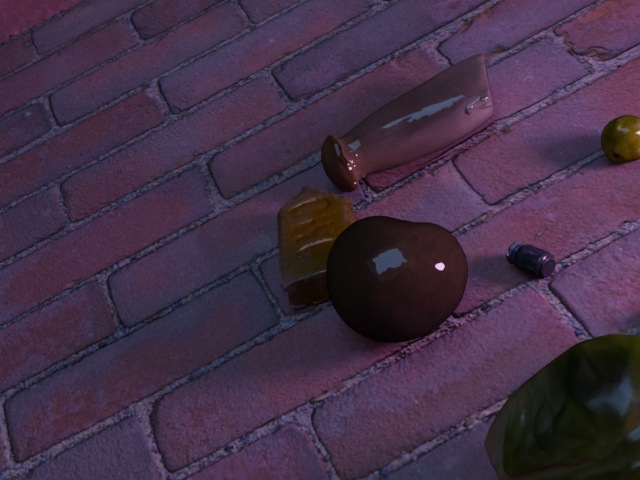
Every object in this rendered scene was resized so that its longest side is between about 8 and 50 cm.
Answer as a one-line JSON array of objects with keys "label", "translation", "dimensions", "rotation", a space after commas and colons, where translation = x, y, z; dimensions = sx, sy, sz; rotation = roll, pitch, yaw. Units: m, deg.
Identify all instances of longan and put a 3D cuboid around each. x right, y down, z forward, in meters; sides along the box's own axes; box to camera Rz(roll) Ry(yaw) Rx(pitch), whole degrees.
[{"label": "longan", "translation": [0.123, 0.060, 1.929], "dimensions": [0.246, 0.215, 0.246], "rotation": [3, 54, -4]}]

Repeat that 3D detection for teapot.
[{"label": "teapot", "translation": [0.373, 0.028, 1.961], "dimensions": [0.063, 0.049, 0.083], "rotation": [-42, 43, -17]}]

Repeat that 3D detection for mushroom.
[{"label": "mushroom", "translation": [0.193, -0.230, 2.258], "dimensions": [0.407, 0.137, 0.154], "rotation": [-32, 53, -3]}]

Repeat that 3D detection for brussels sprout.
[{"label": "brussels sprout", "translation": [0.396, 0.279, 1.525], "dimensions": [0.354, 0.281, 0.289], "rotation": [-29, 68, 26]}]

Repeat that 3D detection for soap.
[{"label": "soap", "translation": [0.000, 0.000, 2.156], "dimensions": [0.160, 0.080, 0.257], "rotation": [-17, 42, 10]}]

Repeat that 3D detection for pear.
[{"label": "pear", "translation": [0.564, -0.191, 2.066], "dimensions": [0.092, 0.092, 0.097], "rotation": [7, 51, 32]}]
